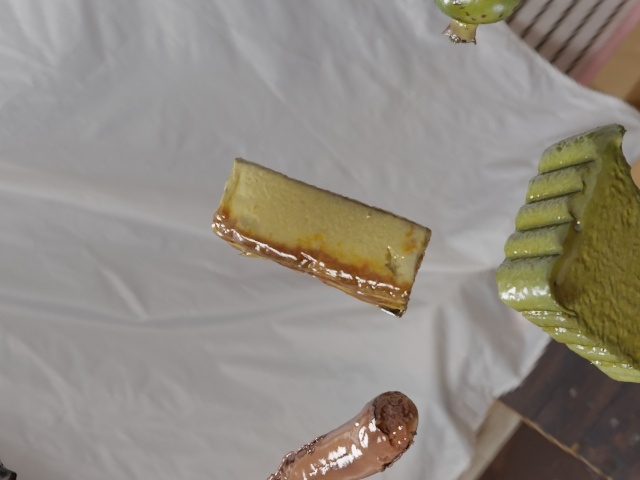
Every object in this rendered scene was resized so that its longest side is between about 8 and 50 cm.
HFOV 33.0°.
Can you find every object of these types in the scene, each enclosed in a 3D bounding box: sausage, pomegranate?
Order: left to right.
[{"bbox_3d":[0.016,0.253,1.221,0.304,0.078,0.078,-44,28,45],"label":"sausage"},{"bbox_3d":[0.190,-0.317,1.337,0.130,0.130,0.130,-29,39,27],"label":"pomegranate"}]

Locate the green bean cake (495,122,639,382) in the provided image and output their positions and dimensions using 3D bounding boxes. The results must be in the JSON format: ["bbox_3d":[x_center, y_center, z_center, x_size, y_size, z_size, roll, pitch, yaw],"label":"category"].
[{"bbox_3d":[0.322,0.018,1.195,0.124,0.236,0.233,-5,54,61],"label":"green bean cake"}]

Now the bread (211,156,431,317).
[{"bbox_3d":[0.000,0.000,1.419,0.185,0.274,0.114,80,-147,-77],"label":"bread"}]

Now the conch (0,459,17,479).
[{"bbox_3d":[-0.361,0.179,0.771,0.241,0.313,0.186,-54,16,-12],"label":"conch"}]
